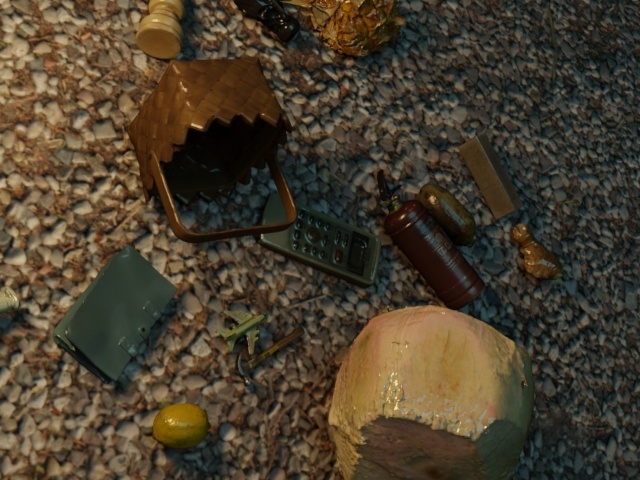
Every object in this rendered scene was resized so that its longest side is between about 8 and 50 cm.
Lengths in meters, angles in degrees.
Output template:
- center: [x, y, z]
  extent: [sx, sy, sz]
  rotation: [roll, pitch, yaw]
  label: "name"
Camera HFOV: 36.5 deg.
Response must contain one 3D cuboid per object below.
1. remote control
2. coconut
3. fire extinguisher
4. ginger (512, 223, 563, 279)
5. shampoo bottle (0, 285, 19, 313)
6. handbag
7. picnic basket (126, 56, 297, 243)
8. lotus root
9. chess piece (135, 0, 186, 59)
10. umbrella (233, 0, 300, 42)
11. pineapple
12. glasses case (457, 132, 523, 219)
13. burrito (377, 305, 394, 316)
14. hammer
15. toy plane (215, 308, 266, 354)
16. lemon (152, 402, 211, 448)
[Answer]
- center: [0.000, 0.000, 2.036]
  extent: [0.285, 0.038, 0.123]
  rotation: [25, 61, -24]
  label: "remote control"
- center: [0.219, 0.298, 1.857]
  extent: [0.405, 0.405, 0.404]
  rotation: [13, 65, -30]
  label: "coconut"
- center: [0.228, -0.011, 2.163]
  extent: [0.344, 0.102, 0.138]
  rotation: [51, 32, -6]
  label: "fire extinguisher"
- center: [0.517, 0.037, 2.361]
  extent: [0.165, 0.067, 0.096]
  rotation: [47, 52, 6]
  label: "ginger"
- center: [-0.591, 0.119, 1.575]
  extent: [0.205, 0.065, 0.065]
  rotation: [-13, 80, -37]
  label: "shampoo bottle"
- center: [-0.362, 0.130, 1.735]
  extent: [0.144, 0.057, 0.221]
  rotation: [44, 52, -21]
  label: "handbag"
- center: [-0.195, -0.154, 1.803]
  extent: [0.254, 0.291, 0.320]
  rotation: [-7, 67, -36]
  label: "picnic basket"
- center: [0.289, -0.053, 2.222]
  extent: [0.179, 0.089, 0.080]
  rotation: [46, 23, -3]
  label: "lotus root"
- center: [-0.315, -0.459, 1.977]
  extent: [0.094, 0.094, 0.170]
  rotation: [24, 52, -25]
  label: "chess piece"
- center: [-0.175, -0.577, 2.099]
  extent: [0.358, 0.106, 0.113]
  rotation: [43, 42, -14]
  label: "umbrella"
- center: [0.066, -0.527, 2.212]
  extent: [0.335, 0.161, 0.158]
  rotation: [34, 58, -22]
  label: "pineapple"
- center: [0.414, -0.156, 2.358]
  extent: [0.047, 0.071, 0.204]
  rotation: [-27, 88, -41]
  label: "glasses case"
- center: [0.172, 0.207, 2.072]
  extent: [0.055, 0.041, 0.149]
  rotation: [-39, 99, -24]
  label: "burrito"
- center: [-0.098, 0.214, 1.903]
  extent: [0.182, 0.017, 0.062]
  rotation: [-33, 92, -40]
  label: "hammer"
- center: [-0.148, 0.169, 1.868]
  extent: [0.111, 0.040, 0.102]
  rotation: [-30, 87, -40]
  label: "toy plane"
- center: [-0.243, 0.328, 1.718]
  extent: [0.111, 0.082, 0.082]
  rotation: [-2, 73, -33]
  label: "lemon"
